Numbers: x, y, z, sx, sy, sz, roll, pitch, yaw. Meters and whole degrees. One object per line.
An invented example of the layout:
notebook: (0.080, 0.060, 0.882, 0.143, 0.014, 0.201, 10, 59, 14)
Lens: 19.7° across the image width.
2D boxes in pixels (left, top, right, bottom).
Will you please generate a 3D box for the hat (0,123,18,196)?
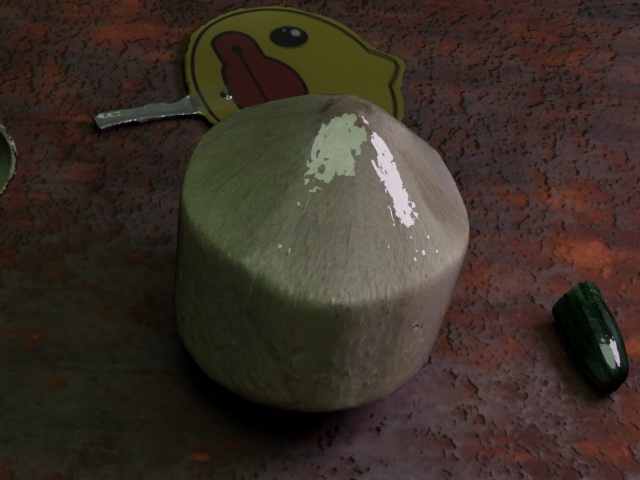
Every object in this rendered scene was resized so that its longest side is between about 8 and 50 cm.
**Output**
hat: (-0.322, -0.094, 1.589, 0.166, 0.122, 0.081, 12, 22, 37)

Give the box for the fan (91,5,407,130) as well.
fan: (-0.064, -0.144, 1.776, 0.335, 0.011, 0.229, -12, 52, -26)

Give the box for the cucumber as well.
cucumber: (0.241, 0.087, 1.611, 0.048, 0.048, 0.105, -7, 50, -20)

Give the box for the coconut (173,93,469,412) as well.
coconut: (0.000, 0.000, 1.484, 0.237, 0.266, 0.237, 3, 40, -3)
